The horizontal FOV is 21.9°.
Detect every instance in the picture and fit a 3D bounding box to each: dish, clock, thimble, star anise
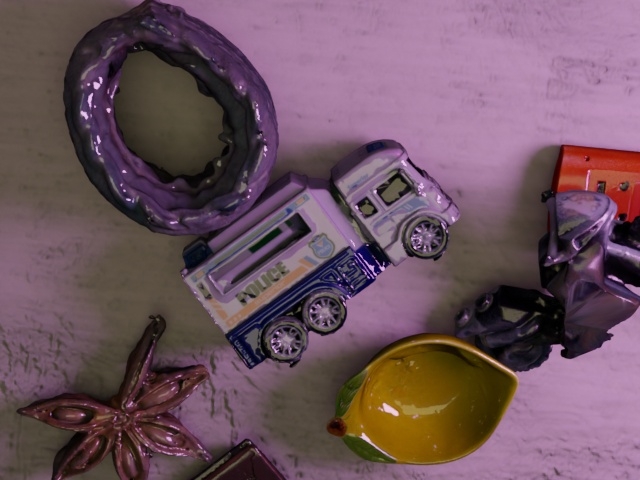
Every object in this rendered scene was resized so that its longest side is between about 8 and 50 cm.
[{"bbox_3d":[0.106,0.159,1.761,0.208,0.080,0.149,-12,111,5],"label":"dish"},{"bbox_3d":[0.319,-0.037,1.745,0.155,0.061,0.113,5,103,-1],"label":"clock"},{"bbox_3d":[-0.149,-0.123,1.658,0.205,0.172,0.236,-21,99,-1],"label":"thimble"},{"bbox_3d":[-0.207,0.195,1.771,0.208,0.063,0.172,-35,106,-1],"label":"star anise"}]

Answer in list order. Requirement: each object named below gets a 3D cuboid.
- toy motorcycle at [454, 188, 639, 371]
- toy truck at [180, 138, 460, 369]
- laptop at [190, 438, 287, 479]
[{"bbox_3d":[0.243,0.039,1.702,0.159,0.106,0.270,39,125,-23],"label":"toy motorcycle"},{"bbox_3d":[0.000,0.000,1.707,0.268,0.124,0.155,-37,100,5],"label":"toy truck"},{"bbox_3d":[-0.112,0.328,1.809,0.207,0.026,0.154,-38,110,6],"label":"laptop"}]
